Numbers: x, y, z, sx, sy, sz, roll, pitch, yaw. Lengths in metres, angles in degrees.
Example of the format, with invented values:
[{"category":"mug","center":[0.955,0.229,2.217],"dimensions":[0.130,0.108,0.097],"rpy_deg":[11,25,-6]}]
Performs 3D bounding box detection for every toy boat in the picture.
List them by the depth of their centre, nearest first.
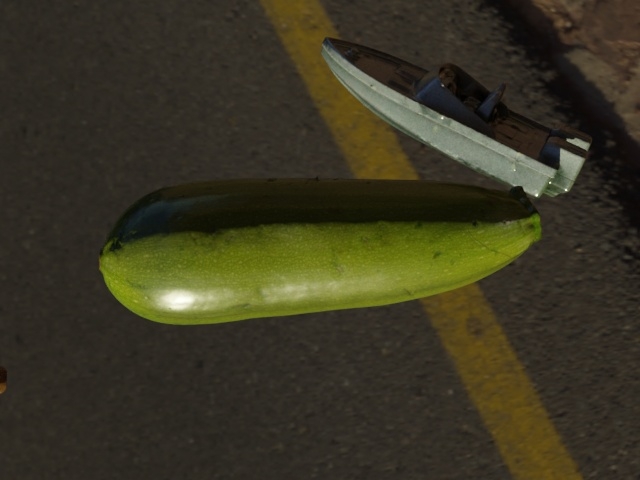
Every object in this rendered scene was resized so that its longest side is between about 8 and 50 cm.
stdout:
[{"category":"toy boat","center":[0.143,-0.149,1.344],"dimensions":[0.319,0.141,0.092],"rpy_deg":[27,115,7]}]

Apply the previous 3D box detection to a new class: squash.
[{"category":"squash","center":[0.000,0.000,0.553],"dimensions":[0.201,0.066,0.066],"rpy_deg":[-6,84,-2]}]

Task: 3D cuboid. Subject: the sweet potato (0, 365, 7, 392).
[{"category":"sweet potato","center":[-0.337,0.091,0.812],"dimensions":[0.057,0.265,0.057],"rpy_deg":[-6,81,45]}]
